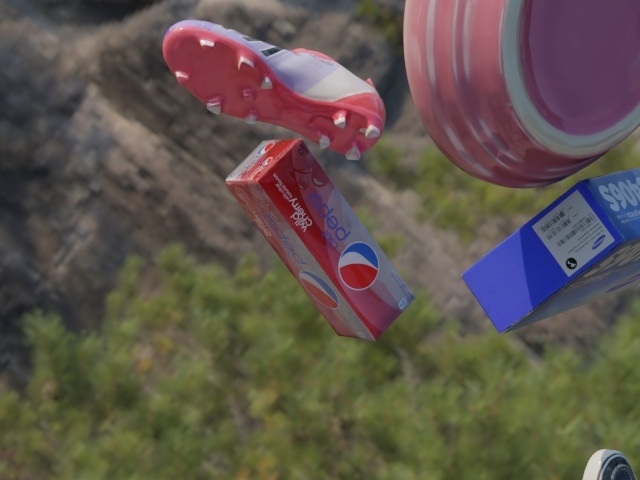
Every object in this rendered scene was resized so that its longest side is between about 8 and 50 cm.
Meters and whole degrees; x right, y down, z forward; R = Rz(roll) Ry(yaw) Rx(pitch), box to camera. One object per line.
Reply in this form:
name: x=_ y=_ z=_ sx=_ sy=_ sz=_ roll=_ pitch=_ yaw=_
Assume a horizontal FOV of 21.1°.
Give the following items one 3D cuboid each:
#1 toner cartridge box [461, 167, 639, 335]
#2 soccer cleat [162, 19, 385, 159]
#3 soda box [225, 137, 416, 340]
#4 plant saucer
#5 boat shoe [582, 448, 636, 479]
toner cartridge box: x=0.295 y=-0.002 z=1.748 sx=0.348 sy=0.165 sz=0.075 roll=-13 pitch=67 yaw=-57
soccer cleat: x=-0.045 y=-0.159 z=1.671 sx=0.248 sy=0.083 sz=0.095 roll=22 pitch=40 yaw=-24
soda box: x=0.000 y=0.000 z=2.106 sx=0.263 sy=0.083 sz=0.092 roll=53 pitch=-24 yaw=-21
plant saucer: x=0.220 y=-0.203 z=1.534 sx=0.332 sy=0.332 sz=0.084 roll=18 pitch=1 yaw=-43
boat shoe: x=0.334 y=0.330 z=1.829 sx=0.078 sy=0.070 sz=0.219 roll=-9 pitch=91 yaw=-36
